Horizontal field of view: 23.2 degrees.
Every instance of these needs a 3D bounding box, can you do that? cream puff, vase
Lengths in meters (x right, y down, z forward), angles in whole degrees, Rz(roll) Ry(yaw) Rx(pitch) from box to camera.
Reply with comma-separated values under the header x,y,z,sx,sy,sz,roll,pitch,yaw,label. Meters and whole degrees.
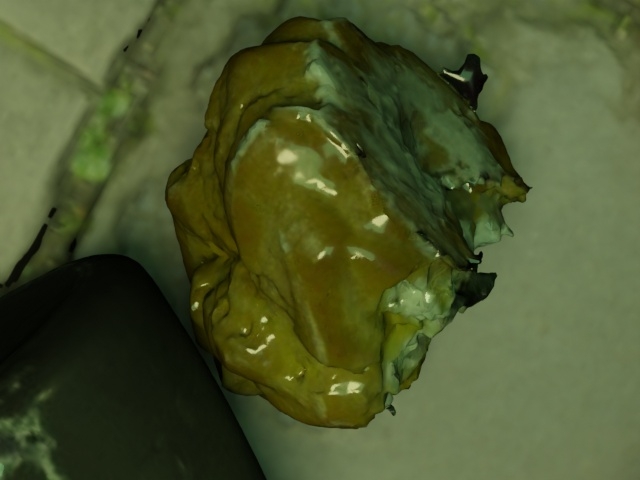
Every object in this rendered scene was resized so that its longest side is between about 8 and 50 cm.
x,y,z,sx,sy,sz,roll,pitch,yaw,label
-0.001,0.001,0.565,0.121,0.156,0.156,33,90,1,cream puff
-0.049,0.178,0.562,0.173,0.173,0.321,-35,103,-3,vase
